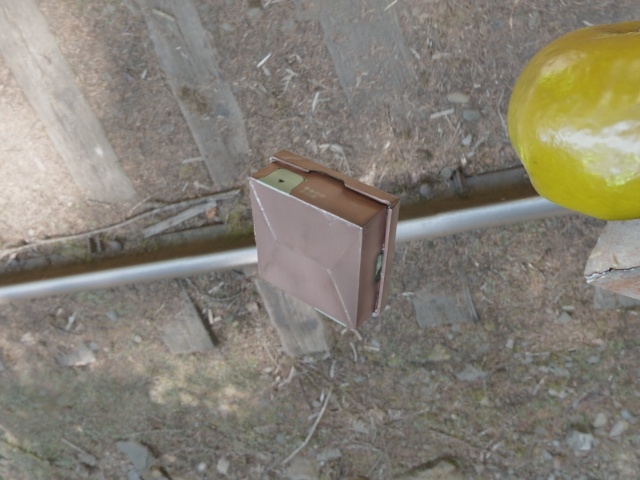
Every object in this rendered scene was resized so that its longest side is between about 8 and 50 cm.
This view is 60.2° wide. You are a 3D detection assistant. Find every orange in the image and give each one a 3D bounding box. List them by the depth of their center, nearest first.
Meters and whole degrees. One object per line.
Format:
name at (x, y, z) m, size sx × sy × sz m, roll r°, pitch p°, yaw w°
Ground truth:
orange at (0.378, -0.151, 0.694) m, size 0.279 × 0.279 × 0.235 m, roll 1°, pitch 114°, yaw 13°

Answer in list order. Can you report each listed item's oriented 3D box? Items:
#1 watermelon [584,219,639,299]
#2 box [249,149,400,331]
watermelon at (0.554, -0.031, 0.839) m, size 0.293 × 0.250 × 0.283 m, roll 4°, pitch 137°, yaw 15°
box at (0.000, 0.000, 0.823) m, size 0.215 × 0.086 × 0.215 m, roll 26°, pitch 135°, yaw 28°
